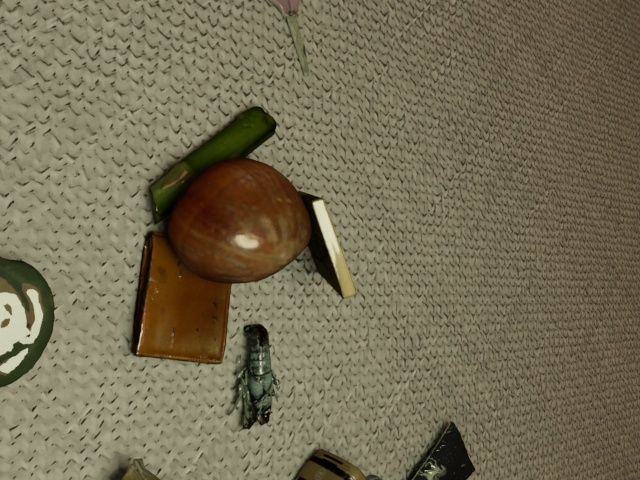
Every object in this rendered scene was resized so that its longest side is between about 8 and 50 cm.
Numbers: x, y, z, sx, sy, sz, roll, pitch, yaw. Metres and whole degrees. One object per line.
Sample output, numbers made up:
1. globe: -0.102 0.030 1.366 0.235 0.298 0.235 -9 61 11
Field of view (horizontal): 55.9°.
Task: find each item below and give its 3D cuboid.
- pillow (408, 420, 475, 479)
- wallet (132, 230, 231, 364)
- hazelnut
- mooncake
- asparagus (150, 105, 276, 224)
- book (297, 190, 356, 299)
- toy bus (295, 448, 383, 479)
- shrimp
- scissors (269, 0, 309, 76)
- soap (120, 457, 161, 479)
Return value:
1. pillow: 0.238 0.490 1.230 0.208 0.055 0.141 -39 114 -33
2. wallet: -0.212 0.092 0.945 0.161 0.042 0.195 15 73 -42
3. hazelnut: -0.117 -0.025 0.895 0.214 0.214 0.176 -42 145 -32
4. mooncake: -0.422 0.098 0.745 0.175 0.104 0.168 -36 110 -31
5. asparagus: -0.180 -0.128 0.980 0.278 0.060 0.067 -43 130 -32
6. book: 0.000 0.000 1.004 0.026 0.231 0.161 -21 100 -7
7. toy bus: 0.057 0.513 1.045 0.157 0.139 0.289 -40 113 -28
8. shrimp: -0.110 0.225 0.988 0.082 0.076 0.174 1 84 -15
9. scissors: -0.052 -0.412 1.126 0.110 0.021 0.212 -21 97 -34
10. soap: -0.143 0.466 0.898 0.169 0.304 0.339 -43 150 3
